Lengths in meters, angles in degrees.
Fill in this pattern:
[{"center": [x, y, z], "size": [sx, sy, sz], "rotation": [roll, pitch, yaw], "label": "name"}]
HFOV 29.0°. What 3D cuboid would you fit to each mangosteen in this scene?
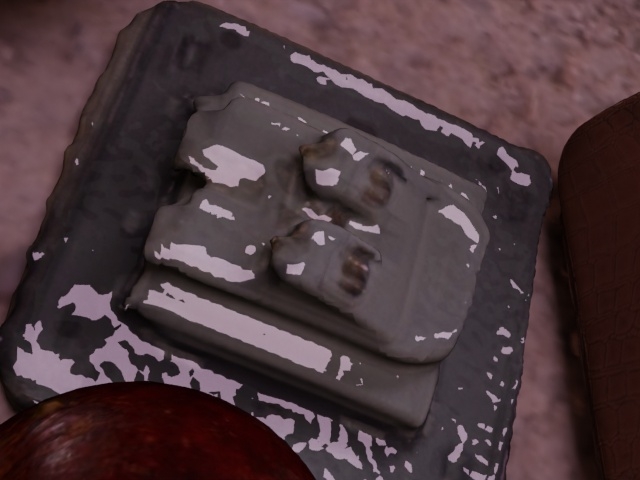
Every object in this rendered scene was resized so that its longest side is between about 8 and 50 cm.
[{"center": [-0.037, 0.122, 0.372], "size": [0.181, 0.146, 0.156], "rotation": [25, 56, -10], "label": "mangosteen"}]

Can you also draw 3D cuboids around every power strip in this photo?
[{"center": [0.000, 0.000, 0.496], "size": [0.213, 0.064, 0.198], "rotation": [21, 61, -14], "label": "power strip"}]

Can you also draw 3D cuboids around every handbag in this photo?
[{"center": [0.178, 0.022, 0.507], "size": [0.072, 0.151, 0.193], "rotation": [19, 58, -34], "label": "handbag"}]
